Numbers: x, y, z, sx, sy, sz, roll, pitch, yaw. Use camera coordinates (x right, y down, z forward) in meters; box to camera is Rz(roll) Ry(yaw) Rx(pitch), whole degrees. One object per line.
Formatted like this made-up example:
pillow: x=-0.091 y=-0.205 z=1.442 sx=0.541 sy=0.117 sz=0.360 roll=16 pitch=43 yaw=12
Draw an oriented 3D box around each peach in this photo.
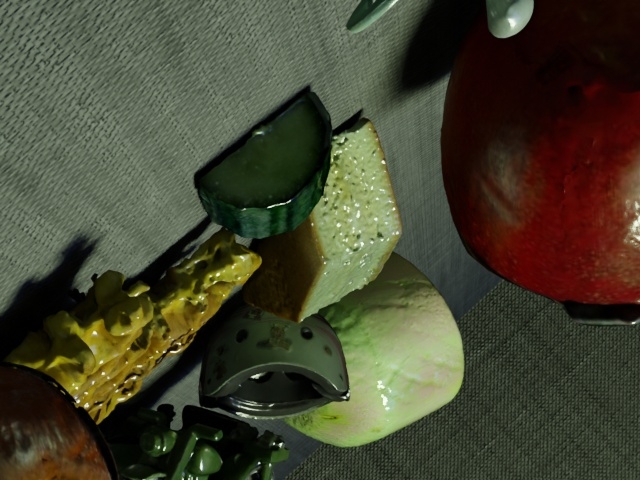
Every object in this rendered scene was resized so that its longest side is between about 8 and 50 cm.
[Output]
peach: x=0.280 y=-0.127 z=1.373 sx=0.353 sy=0.339 sz=0.416 roll=23 pitch=114 yaw=-31

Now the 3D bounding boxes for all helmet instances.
helmet: x=-0.049 y=0.115 z=1.675 sx=0.153 sy=0.107 sz=0.177 roll=-3 pitch=165 yaw=-5

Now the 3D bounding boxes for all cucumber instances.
cucumber: x=-0.031 y=-0.048 z=1.260 sx=0.116 sy=0.062 sz=0.115 roll=-40 pitch=173 yaw=-8

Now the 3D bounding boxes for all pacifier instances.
pacifier: x=0.085 y=-0.175 z=1.046 sx=0.150 sy=0.116 sz=0.127 roll=-48 pitch=-166 yaw=11

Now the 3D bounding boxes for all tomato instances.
tomato: x=-0.256 y=0.183 z=1.058 sx=0.214 sy=0.181 sz=0.155 roll=-50 pitch=161 yaw=18

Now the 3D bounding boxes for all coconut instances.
coconut: x=0.055 y=0.117 z=1.846 sx=0.236 sy=0.204 sz=0.236 roll=-12 pitch=108 yaw=-40

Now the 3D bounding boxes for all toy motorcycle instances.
toy motorcycle: x=-0.152 y=0.218 z=1.619 sx=0.275 sy=0.205 sz=0.127 roll=4 pitch=97 yaw=-57

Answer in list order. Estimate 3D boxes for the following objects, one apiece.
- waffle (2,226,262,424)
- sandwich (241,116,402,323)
waffle: x=-0.183 y=0.095 z=1.263 sx=0.260 sy=0.069 sz=0.293 roll=-43 pitch=172 yaw=16
sandwich: x=0.000 y=0.000 z=1.486 sx=0.094 sy=0.096 sz=0.258 roll=-31 pitch=162 yaw=-28
